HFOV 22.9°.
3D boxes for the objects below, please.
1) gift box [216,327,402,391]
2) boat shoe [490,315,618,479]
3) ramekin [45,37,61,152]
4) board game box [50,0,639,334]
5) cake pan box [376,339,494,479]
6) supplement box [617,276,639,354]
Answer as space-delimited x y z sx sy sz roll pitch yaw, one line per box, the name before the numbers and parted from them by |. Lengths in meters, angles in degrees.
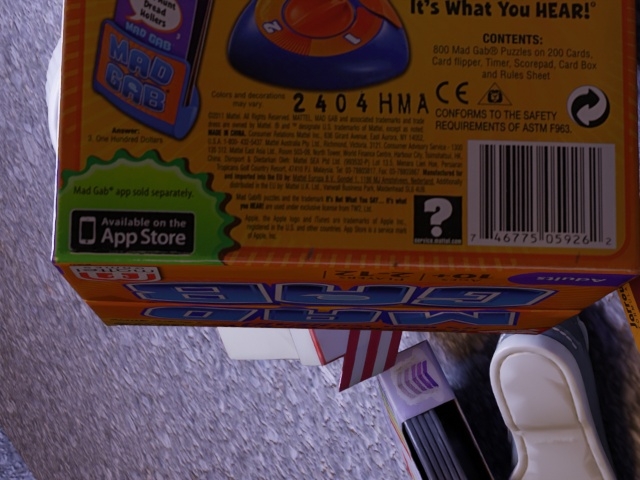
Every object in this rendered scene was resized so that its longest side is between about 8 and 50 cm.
gift box | 0.000 0.000 1.601 0.258 0.276 0.255 -9 108 61
boat shoe | 0.235 0.187 1.537 0.116 0.099 0.319 1 131 22
ramekin | -0.193 -0.168 1.833 0.127 0.273 0.272 -132 30 -56
board game box | 0.012 -0.128 1.133 0.356 0.357 0.356 103 168 -81
cake pan box | 0.136 0.248 1.642 0.267 0.070 0.245 79 165 -73
supplement box | 0.331 0.004 1.077 0.191 0.194 0.129 -10 102 63
